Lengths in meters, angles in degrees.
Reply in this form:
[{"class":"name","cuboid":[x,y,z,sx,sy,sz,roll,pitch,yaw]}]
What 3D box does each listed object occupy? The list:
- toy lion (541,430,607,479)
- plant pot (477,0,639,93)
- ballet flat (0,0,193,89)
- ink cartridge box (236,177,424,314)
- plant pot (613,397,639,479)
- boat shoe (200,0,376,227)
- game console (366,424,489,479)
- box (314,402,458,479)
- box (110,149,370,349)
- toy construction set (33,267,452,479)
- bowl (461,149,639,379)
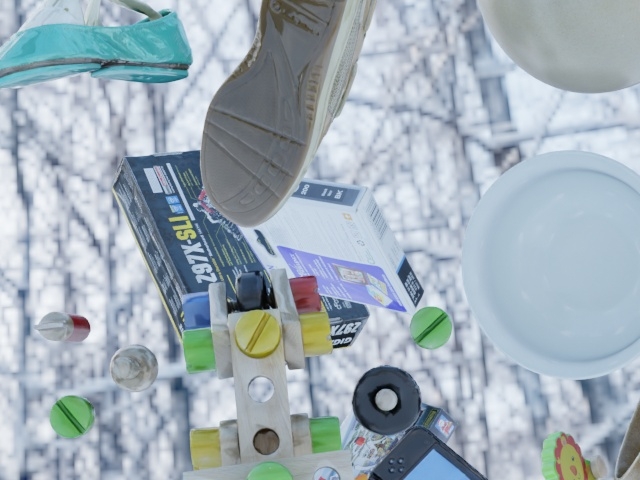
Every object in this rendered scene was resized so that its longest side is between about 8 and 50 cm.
[{"class":"toy lion","cuboid":[0.238,0.233,1.658,0.034,0.100,0.096,-18,-27,31]},{"class":"plant pot","cuboid":[0.288,-0.321,1.992,0.284,0.284,0.191,-15,-11,24]},{"class":"ballet flat","cuboid":[-0.217,-0.186,1.617,0.083,0.087,0.247,-13,-3,39]},{"class":"ink cartridge box","cuboid":[0.000,0.000,2.122,0.208,0.045,0.206,9,-33,32]},{"class":"plant pot","cuboid":[0.421,0.161,1.540,0.254,0.237,0.237,26,-23,5]},{"class":"boat shoe","cuboid":[-0.017,-0.160,1.732,0.110,0.121,0.341,-28,-30,-51]},{"class":"game console","cuboid":[0.117,0.293,1.877,0.144,0.085,0.124,40,-77,-8]},{"class":"box","cuboid":[0.066,0.319,2.404,0.159,0.233,0.044,13,-26,49]},{"class":"box","cuboid":[-0.111,0.015,2.410,0.257,0.322,0.079,-9,-34,-31]},{"class":"toy construction set","cuboid":[-0.080,0.127,1.351,0.309,0.257,0.237,19,-4,4]},{"class":"bowl","cuboid":[0.347,0.031,2.325,0.298,0.298,0.134,-16,-7,25]}]
